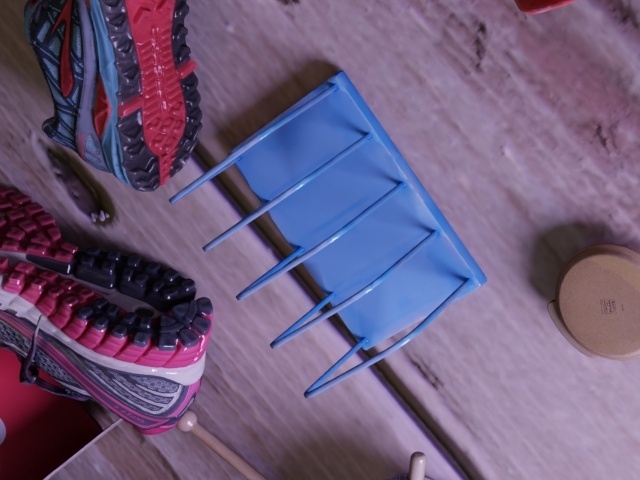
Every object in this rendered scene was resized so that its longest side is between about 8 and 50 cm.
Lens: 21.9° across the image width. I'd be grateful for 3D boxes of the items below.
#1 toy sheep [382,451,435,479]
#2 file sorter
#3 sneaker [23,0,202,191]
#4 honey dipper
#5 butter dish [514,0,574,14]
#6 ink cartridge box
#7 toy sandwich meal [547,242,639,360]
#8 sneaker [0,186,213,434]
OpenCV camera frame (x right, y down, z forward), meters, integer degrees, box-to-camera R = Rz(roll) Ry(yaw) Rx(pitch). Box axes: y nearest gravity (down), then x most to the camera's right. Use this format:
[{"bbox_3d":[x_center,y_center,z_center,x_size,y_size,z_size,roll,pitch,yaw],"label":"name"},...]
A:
[{"bbox_3d":[0.066,0.210,1.173,0.091,0.091,0.132,14,107,28],"label":"toy sheep"},{"bbox_3d":[0.000,0.000,1.091,0.118,0.104,0.170,-33,93,40],"label":"file sorter"},{"bbox_3d":[-0.157,-0.160,1.115,0.125,0.104,0.262,19,123,28],"label":"sneaker"},{"bbox_3d":[-0.050,0.181,1.273,0.161,0.030,0.030,39,130,16],"label":"honey dipper"},{"bbox_3d":[0.131,-0.219,0.849,0.160,0.118,0.160,-18,71,39],"label":"butter dish"},{"bbox_3d":[-0.329,0.197,1.283,0.272,0.309,0.130,-36,91,40],"label":"ink cartridge box"},{"bbox_3d":[0.185,0.039,1.037,0.085,0.029,0.085,11,112,28],"label":"toy sandwich meal"},{"bbox_3d":[-0.226,0.052,1.262,0.299,0.121,0.112,27,128,20],"label":"sneaker"}]
